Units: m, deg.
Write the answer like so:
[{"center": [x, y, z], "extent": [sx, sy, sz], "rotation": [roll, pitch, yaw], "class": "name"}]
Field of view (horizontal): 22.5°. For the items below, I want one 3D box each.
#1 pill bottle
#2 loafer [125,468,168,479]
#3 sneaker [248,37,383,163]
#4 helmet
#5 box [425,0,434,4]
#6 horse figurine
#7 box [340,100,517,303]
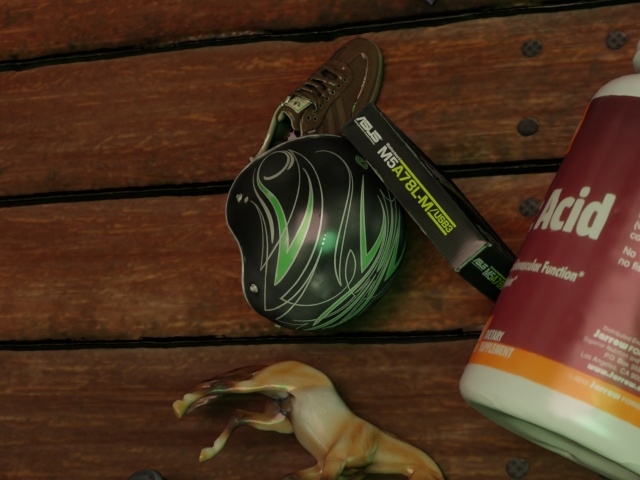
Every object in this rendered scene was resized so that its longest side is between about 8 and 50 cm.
[{"center": [0.293, 0.001, 1.344], "extent": [0.224, 0.224, 0.392], "rotation": [22, 81, 29], "class": "pill bottle"}, {"center": [-0.194, 0.369, 1.520], "extent": [0.109, 0.095, 0.302], "rotation": [0, 63, 56], "class": "loafer"}, {"center": [-0.003, -0.129, 1.612], "extent": [0.066, 0.071, 0.188], "rotation": [29, 85, 30], "class": "sneaker"}, {"center": [0.000, 0.000, 1.515], "extent": [0.169, 0.169, 0.161], "rotation": [-27, 58, 13], "class": "helmet"}, {"center": [0.108, -0.412, 1.674], "extent": [0.201, 0.057, 0.293], "rotation": [31, 86, 30], "class": "box"}, {"center": [-0.021, 0.178, 1.486], "extent": [0.174, 0.066, 0.263], "rotation": [-23, 41, -30], "class": "horse figurine"}, {"center": [0.116, -0.021, 1.451], "extent": [0.045, 0.191, 0.184], "rotation": [-40, 60, 9], "class": "box"}]
